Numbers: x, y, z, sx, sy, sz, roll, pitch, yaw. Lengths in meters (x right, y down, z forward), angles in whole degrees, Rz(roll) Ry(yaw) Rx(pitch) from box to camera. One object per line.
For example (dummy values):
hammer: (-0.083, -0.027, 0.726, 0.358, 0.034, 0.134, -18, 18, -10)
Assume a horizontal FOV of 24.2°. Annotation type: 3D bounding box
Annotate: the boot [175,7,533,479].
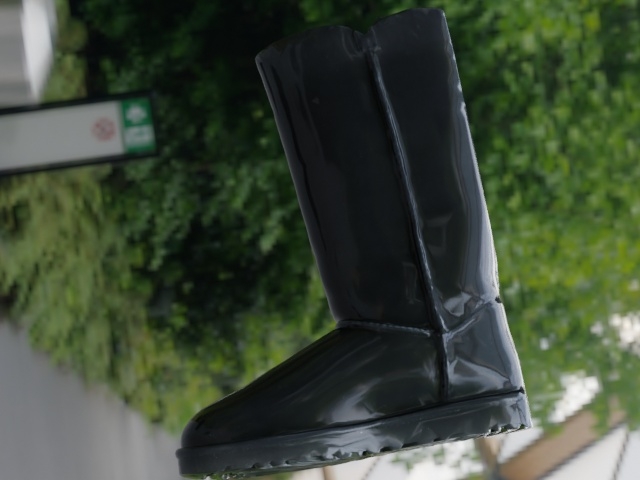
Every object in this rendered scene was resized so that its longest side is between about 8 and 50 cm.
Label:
boot: (0.002, 0.000, 1.512, 0.146, 0.367, 0.445, 136, -55, -71)
